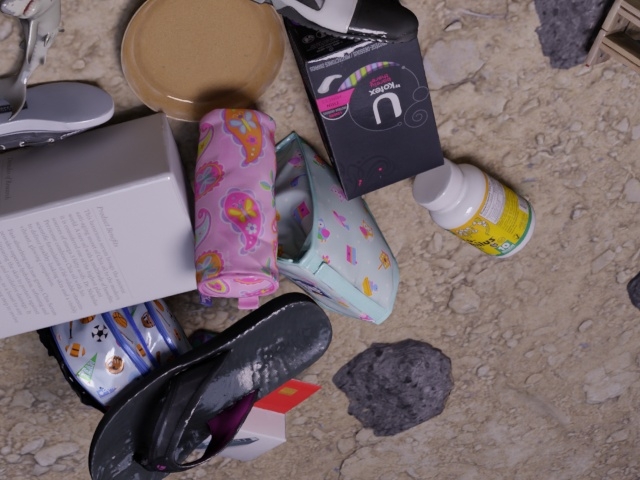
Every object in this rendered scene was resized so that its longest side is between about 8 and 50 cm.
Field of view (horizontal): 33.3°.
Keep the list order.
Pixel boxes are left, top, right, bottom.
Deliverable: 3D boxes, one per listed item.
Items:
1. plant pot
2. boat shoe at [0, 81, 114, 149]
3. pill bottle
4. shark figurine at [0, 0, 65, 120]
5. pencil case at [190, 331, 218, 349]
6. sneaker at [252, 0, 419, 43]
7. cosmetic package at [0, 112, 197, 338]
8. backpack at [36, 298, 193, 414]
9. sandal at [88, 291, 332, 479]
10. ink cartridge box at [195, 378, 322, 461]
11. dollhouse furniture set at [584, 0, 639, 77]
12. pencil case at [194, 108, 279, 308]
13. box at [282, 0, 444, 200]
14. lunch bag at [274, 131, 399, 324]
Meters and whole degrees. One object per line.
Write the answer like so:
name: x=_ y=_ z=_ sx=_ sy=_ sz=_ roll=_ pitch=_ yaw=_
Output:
plant pot: x=-0.167 y=-0.275 z=1.527 sx=0.236 sy=0.032 sz=0.236 roll=-9 pitch=132 yaw=-10
boat shoe: x=-0.406 y=-0.165 z=1.522 sx=0.229 sy=0.080 sz=0.076 roll=-12 pitch=149 yaw=-11
pill bottle: x=0.256 y=-0.058 z=1.802 sx=0.208 sy=0.117 sz=0.117 roll=28 pitch=118 yaw=-36
shark figurine: x=-0.399 y=-0.293 z=1.410 sx=0.116 sy=0.166 sz=0.278 roll=34 pitch=149 yaw=-2
pencil case: x=-0.164 y=0.211 z=1.943 sx=0.152 sy=0.064 sz=0.070 roll=18 pitch=132 yaw=-30
sneaker: x=-0.014 y=-0.360 z=1.374 sx=0.331 sy=0.122 sz=0.146 roll=23 pitch=113 yaw=1
cosmetic package: x=-0.412 y=-0.006 z=1.582 sx=0.453 sy=0.161 sz=0.230 roll=-14 pitch=134 yaw=0
backpack: x=-0.325 y=0.179 z=1.730 sx=0.213 sy=0.276 sz=0.263 roll=-42 pitch=138 yaw=-2
sandal: x=-0.170 y=0.246 z=1.634 sx=0.446 sy=0.107 sz=0.167 roll=-38 pitch=125 yaw=-2
ink cartridge box: x=-0.187 y=0.317 z=1.982 sx=0.296 sy=0.066 sz=0.261 roll=19 pitch=142 yaw=-31
dollhouse furniture set: x=0.538 y=-0.311 z=1.688 sx=0.184 sy=0.129 sz=0.129 roll=-21 pitch=144 yaw=-42
pencil case: x=-0.120 y=-0.049 z=1.544 sx=0.124 sy=0.284 sz=0.124 roll=-3 pitch=159 yaw=-1
box: x=0.067 y=-0.219 z=1.576 sx=0.165 sy=0.143 sz=0.270 roll=-21 pitch=134 yaw=0
lunch bag: x=0.000 y=0.000 z=1.671 sx=0.160 sy=0.262 sz=0.223 roll=-36 pitch=133 yaw=15
